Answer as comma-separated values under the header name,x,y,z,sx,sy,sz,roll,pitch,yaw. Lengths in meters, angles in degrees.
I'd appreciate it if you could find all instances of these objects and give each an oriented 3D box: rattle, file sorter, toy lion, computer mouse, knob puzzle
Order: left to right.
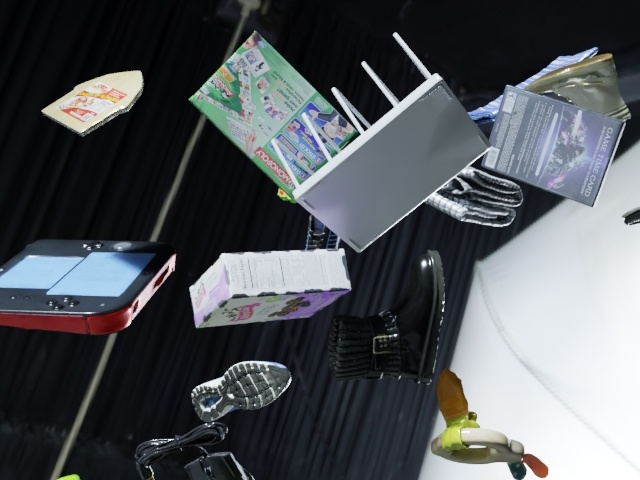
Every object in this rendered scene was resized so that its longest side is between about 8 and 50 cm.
name,x,y,z,sx,sy,sz,roll,pitch,yaw
knob puzzle,-0.427,-0.274,1.666,0.213,0.213,0.030,9,-44,31
computer mouse,-0.224,0.436,1.523,0.184,0.060,0.262,-15,-47,3
toy lion,-0.060,-0.124,2.050,0.096,0.100,0.034,-25,-56,16
file sorter,0.088,-0.159,1.358,0.193,0.278,0.173,39,16,-47
rattle,0.289,0.319,1.439,0.200,0.142,0.130,11,-48,-13

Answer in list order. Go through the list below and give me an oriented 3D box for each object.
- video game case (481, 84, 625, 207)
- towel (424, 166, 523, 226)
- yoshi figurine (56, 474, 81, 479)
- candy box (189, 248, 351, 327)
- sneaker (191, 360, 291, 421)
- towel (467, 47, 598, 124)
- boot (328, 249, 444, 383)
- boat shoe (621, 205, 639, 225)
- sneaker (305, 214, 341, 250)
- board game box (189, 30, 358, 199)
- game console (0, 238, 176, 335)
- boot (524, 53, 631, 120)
name,x,y,z,sx,sy,sz,roll,pitch,yaw
video game case,0.509,-0.211,1.873,0.274,0.196,0.026,25,21,28
towel,0.342,-0.138,2.107,0.235,0.121,0.284,31,15,37
yoshi figurine,-0.373,0.444,1.177,0.362,0.203,0.203,0,12,-17
candy box,-0.079,0.073,1.284,0.196,0.070,0.165,-3,-19,-27
sneaker,-0.196,0.384,2.258,0.330,0.129,0.147,-23,-3,38
towel,0.565,-0.419,2.297,0.040,0.336,0.243,57,-2,-8
boot,0.159,0.184,2.059,0.260,0.348,0.131,7,1,-4
boat shoe,0.783,-0.057,1.848,0.233,0.079,0.084,-10,-12,20
sneaker,0.000,0.000,1.712,0.081,0.232,0.090,14,-14,30
board game box,-0.104,-0.276,1.884,0.317,0.213,0.046,44,-2,-7
game console,-0.494,0.077,1.685,0.342,0.060,0.386,6,20,6
boot,0.588,-0.320,1.940,0.213,0.077,0.165,-13,-72,38
